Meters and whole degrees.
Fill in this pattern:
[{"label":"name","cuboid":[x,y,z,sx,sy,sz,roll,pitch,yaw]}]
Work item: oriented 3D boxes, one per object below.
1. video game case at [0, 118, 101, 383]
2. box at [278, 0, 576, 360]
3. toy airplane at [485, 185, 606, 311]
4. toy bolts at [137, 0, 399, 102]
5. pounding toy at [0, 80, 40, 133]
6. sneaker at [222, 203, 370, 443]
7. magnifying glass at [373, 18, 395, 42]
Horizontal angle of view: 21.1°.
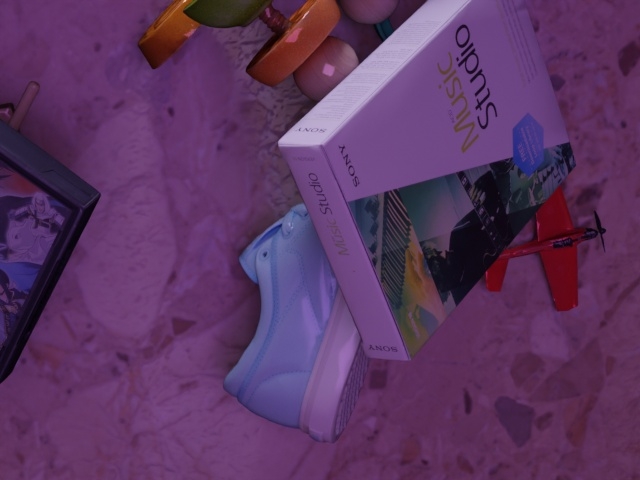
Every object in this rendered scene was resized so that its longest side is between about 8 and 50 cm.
[{"label":"video game case","cuboid":[-0.352,-0.031,1.523,0.275,0.035,0.248,36,128,4]},{"label":"box","cuboid":[0.109,-0.078,1.562,0.322,0.058,0.232,-46,125,-36]},{"label":"toy airplane","cuboid":[0.215,0.004,1.722,0.151,0.028,0.151,-1,99,-9]},{"label":"toy bolts","cuboid":[-0.032,-0.212,1.596,0.158,0.218,0.228,43,55,-13]},{"label":"pounding toy","cuboid":[-0.315,-0.073,1.593,0.141,0.100,0.130,-14,100,-6]},{"label":"sneaker","cuboid":[0.000,0.000,1.640,0.150,0.135,0.366,17,84,10]},{"label":"magnifying glass","cuboid":[0.160,-0.250,1.680,0.231,0.026,0.092,-23,101,-6]}]
